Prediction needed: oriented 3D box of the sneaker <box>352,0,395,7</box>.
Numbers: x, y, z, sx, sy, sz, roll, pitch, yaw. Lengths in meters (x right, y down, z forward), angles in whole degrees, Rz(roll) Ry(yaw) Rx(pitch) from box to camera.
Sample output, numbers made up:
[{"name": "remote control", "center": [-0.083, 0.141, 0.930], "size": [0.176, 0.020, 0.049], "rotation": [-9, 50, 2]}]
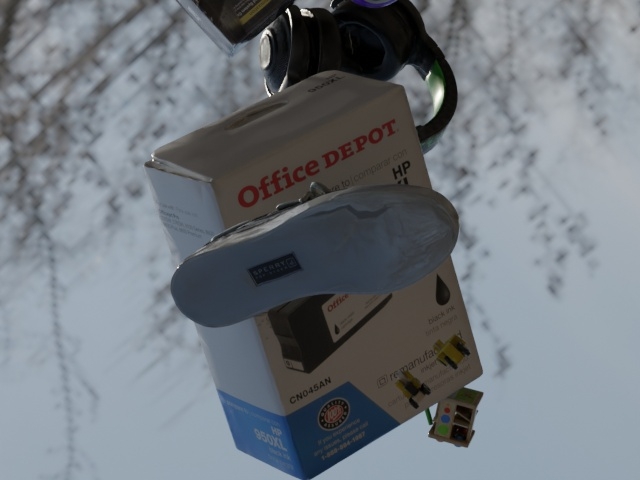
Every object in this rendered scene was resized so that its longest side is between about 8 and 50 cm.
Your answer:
[{"name": "sneaker", "center": [0.092, -0.288, 1.588], "size": [0.102, 0.293, 0.146], "rotation": [8, -132, -23]}]

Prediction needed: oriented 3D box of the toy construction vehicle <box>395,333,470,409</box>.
[{"name": "toy construction vehicle", "center": [0.113, 0.128, 1.916], "size": [0.035, 0.086, 0.098], "rotation": [41, -175, -4]}]

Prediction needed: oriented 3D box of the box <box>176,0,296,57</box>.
[{"name": "box", "center": [-0.074, -0.480, 2.348], "size": [0.318, 0.395, 0.097], "rotation": [47, 171, 1]}]

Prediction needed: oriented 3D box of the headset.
[{"name": "headset", "center": [0.012, -0.250, 2.495], "size": [0.243, 0.185, 0.394], "rotation": [-19, -116, -33]}]

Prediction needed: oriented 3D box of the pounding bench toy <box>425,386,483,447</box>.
[{"name": "pounding bench toy", "center": [0.152, 0.215, 2.294], "size": [0.083, 0.065, 0.052], "rotation": [15, -163, 11]}]

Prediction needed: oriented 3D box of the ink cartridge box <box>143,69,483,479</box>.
[{"name": "ink cartridge box", "center": [-0.003, 0.036, 2.182], "size": [0.166, 0.285, 0.395], "rotation": [17, 130, 55]}]

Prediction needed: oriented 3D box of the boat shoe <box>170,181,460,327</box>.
[{"name": "boat shoe", "center": [0.002, 0.004, 1.810], "size": [0.113, 0.306, 0.105], "rotation": [60, -151, -16]}]
